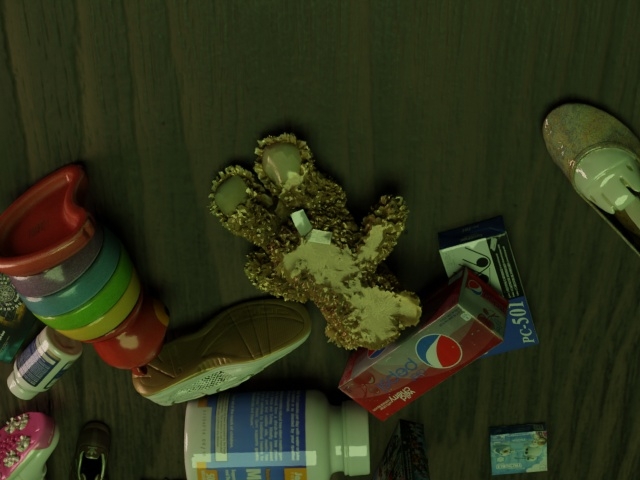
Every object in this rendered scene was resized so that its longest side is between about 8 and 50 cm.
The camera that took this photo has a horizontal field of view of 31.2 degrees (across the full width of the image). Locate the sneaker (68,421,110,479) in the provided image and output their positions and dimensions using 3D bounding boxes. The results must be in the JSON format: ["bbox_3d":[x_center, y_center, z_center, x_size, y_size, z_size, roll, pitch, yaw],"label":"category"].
[{"bbox_3d":[-0.373,0.379,1.829,0.066,0.071,0.188,6,123,-4],"label":"sneaker"}]

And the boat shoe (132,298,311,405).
[{"bbox_3d":[-0.135,0.169,1.687,0.277,0.098,0.096,-20,145,8],"label":"boat shoe"}]

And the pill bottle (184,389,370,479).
[{"bbox_3d":[-0.062,0.303,1.731,0.272,0.152,0.152,-2,124,2],"label":"pill bottle"}]

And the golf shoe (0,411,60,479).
[{"bbox_3d":[-0.477,0.378,1.818,0.140,0.115,0.306,26,127,-28],"label":"golf shoe"}]

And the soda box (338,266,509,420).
[{"bbox_3d":[0.146,0.152,1.638,0.092,0.083,0.263,38,129,-15],"label":"soda box"}]

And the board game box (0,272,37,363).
[{"bbox_3d":[-0.469,0.087,1.662,0.126,0.026,0.186,28,119,-17],"label":"board game box"}]

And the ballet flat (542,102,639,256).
[{"bbox_3d":[0.413,-0.057,1.521,0.107,0.106,0.316,-39,115,23],"label":"ballet flat"}]

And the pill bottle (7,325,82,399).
[{"bbox_3d":[-0.412,0.182,1.701,0.067,0.067,0.120,35,116,-21],"label":"pill bottle"}]

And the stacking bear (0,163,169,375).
[{"bbox_3d":[-0.311,0.068,1.578,0.164,0.175,0.289,-29,129,6],"label":"stacking bear"}]

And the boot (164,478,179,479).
[{"bbox_3d":[-0.252,0.445,1.892,0.099,0.045,0.121,3,123,-6],"label":"boot"}]

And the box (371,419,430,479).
[{"bbox_3d":[0.111,0.422,1.806,0.044,0.159,0.233,14,122,-9],"label":"box"}]

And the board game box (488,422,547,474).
[{"bbox_3d":[0.317,0.335,1.831,0.090,0.020,0.090,-6,125,4],"label":"board game box"}]

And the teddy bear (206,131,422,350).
[{"bbox_3d":[0.000,0.000,1.573,0.338,0.113,0.245,32,111,-11],"label":"teddy bear"}]

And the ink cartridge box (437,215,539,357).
[{"bbox_3d":[0.242,0.071,1.641,0.097,0.046,0.207,-16,122,11],"label":"ink cartridge box"}]
